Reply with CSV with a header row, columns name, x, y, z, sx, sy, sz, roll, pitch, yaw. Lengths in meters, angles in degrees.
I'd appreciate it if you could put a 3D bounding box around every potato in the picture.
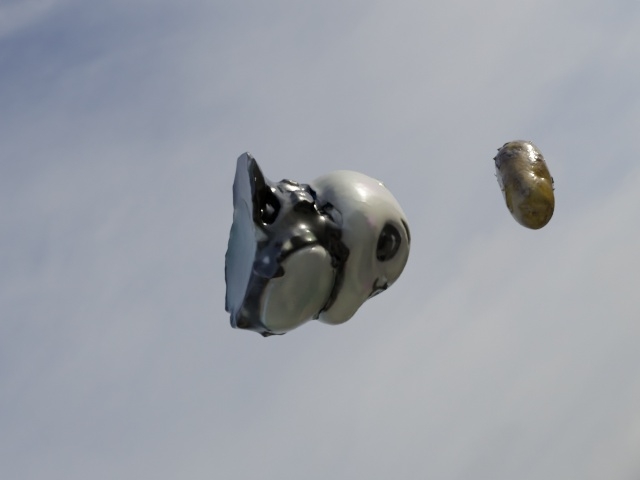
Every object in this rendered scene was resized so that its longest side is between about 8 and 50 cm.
name,x,y,z,sx,sy,sz,roll,pitch,yaw
potato,0.156,-0.044,0.793,0.040,0.083,0.051,-21,-48,10

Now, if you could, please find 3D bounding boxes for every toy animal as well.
name,x,y,z,sx,sy,sz,roll,pitch,yaw
toy animal,0.000,0.000,0.945,0.179,0.138,0.166,-3,-44,-28
